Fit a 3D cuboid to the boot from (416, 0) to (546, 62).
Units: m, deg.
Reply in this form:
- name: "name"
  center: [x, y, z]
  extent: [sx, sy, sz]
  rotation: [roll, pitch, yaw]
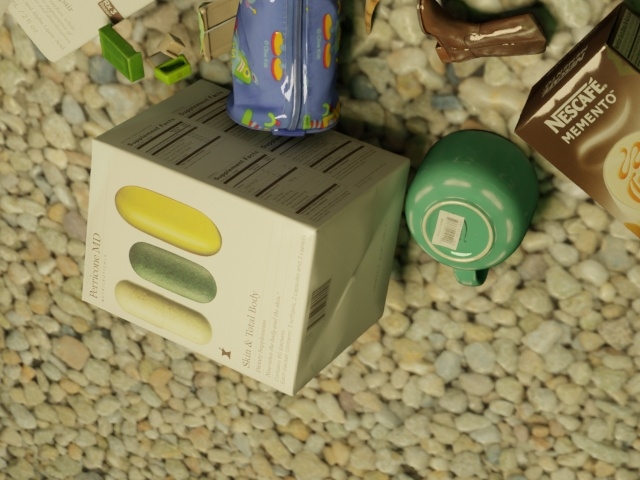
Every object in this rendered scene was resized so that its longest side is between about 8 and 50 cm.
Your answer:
- name: "boot"
  center: [0.159, -0.212, 1.608]
  extent: [0.114, 0.037, 0.106]
  rotation: [-1, 151, 26]

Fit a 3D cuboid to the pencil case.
- name: "pencil case"
  center: [-0.031, -0.244, 1.617]
  extent: [0.119, 0.133, 0.306]
  rotation: [0, 126, -4]

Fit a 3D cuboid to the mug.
- name: "mug"
  center: [0.160, -0.024, 1.710]
  extent: [0.129, 0.097, 0.158]
  rotation: [-25, 111, 33]

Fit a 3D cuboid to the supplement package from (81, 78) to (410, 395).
- name: "supplement package"
  center: [-0.079, -0.009, 1.710]
  extent: [0.262, 0.198, 0.199]
  rotation: [23, 123, 22]

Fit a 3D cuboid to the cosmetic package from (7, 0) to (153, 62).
- name: "cosmetic package"
  center: [-0.215, -0.288, 1.690]
  extent: [0.231, 0.085, 0.117]
  rotation: [-26, 110, 35]

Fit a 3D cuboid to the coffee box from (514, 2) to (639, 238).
- name: "coffee box"
  center: [0.327, -0.089, 1.598]
  extent: [0.246, 0.098, 0.141]
  rotation: [39, 128, -7]

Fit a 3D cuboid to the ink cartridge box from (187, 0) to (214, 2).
- name: "ink cartridge box"
  center: [-0.007, -0.369, 1.454]
  extent: [0.261, 0.066, 0.296]
  rotation: [-4, 96, 9]

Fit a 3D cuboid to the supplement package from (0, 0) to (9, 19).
- name: "supplement package"
  center: [-0.427, -0.320, 1.666]
  extent: [0.244, 0.139, 0.134]
  rotation: [51, 130, 16]

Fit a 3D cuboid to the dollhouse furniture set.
- name: "dollhouse furniture set"
  center: [-0.145, -0.214, 1.695]
  extent: [0.058, 0.151, 0.076]
  rotation: [45, 153, 34]

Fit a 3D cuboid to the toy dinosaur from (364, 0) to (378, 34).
- name: "toy dinosaur"
  center: [0.090, -0.271, 1.591]
  extent: [0.211, 0.064, 0.112]
  rotation: [-23, 113, 33]
